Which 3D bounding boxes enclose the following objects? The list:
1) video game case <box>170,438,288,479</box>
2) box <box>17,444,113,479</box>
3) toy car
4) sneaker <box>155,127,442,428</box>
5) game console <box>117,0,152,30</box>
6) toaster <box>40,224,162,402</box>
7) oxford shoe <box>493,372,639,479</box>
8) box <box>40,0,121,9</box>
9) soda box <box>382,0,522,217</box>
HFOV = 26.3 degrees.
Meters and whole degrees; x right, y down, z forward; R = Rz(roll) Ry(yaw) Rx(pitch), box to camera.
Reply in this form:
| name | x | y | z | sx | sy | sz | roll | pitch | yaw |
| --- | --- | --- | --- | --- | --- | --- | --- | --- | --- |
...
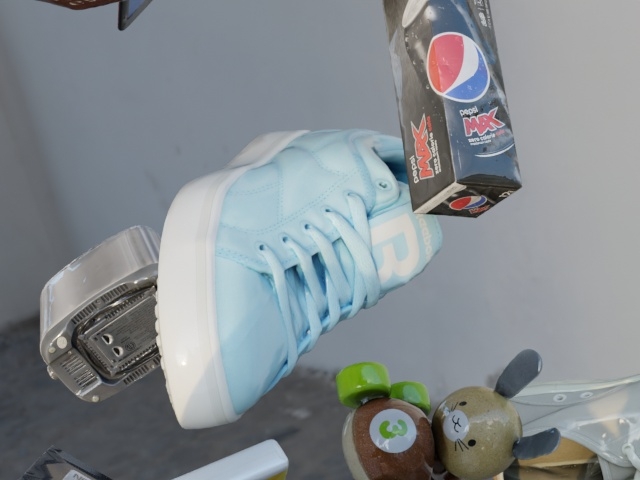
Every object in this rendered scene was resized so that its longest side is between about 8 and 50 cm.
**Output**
| name | x | y | z | sx | sy | sz | roll | pitch | yaw |
| --- | --- | --- | --- | --- | --- | --- | --- | --- | --- |
| video game case | -0.134 | 0.230 | 0.878 | 0.227 | 0.206 | 0.026 | -19 | 54 | -26 |
| box | -0.084 | 0.277 | 0.558 | 0.242 | 0.307 | 0.076 | 30 | 11 | 1 |
| toy car | 0.128 | 0.177 | 1.268 | 0.188 | 0.149 | 0.155 | -25 | 59 | 25 |
| sneaker | 0.000 | 0.000 | 0.922 | 0.150 | 0.135 | 0.366 | -7 | 24 | 17 |
| game console | -0.098 | -0.224 | 1.123 | 0.124 | 0.085 | 0.144 | 9 | -15 | -7 |
| toaster | -0.236 | 0.076 | 1.645 | 0.227 | 0.129 | 0.146 | -35 | 32 | 1 |
| oxford shoe | 0.397 | 0.226 | 1.602 | 0.449 | 0.169 | 0.130 | -10 | 33 | 11 |
| box | -0.157 | -0.243 | 0.790 | 0.168 | 0.167 | 0.203 | -6 | -6 | 36 |
| soda box | 0.086 | -0.103 | 0.919 | 0.053 | 0.169 | 0.060 | 3 | -22 | -27 |
